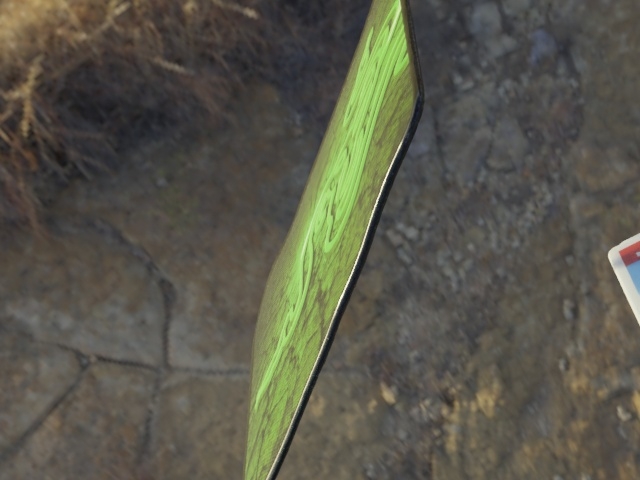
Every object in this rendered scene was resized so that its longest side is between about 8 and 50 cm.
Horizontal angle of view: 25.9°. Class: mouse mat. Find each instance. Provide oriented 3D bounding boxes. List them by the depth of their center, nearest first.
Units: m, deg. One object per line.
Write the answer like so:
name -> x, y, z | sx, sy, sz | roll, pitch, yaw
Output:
mouse mat -> 0.000, 0.000, 0.518 | 0.007, 0.189, 0.152 | 17, 28, -10

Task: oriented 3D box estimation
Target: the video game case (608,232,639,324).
video game case -> 0.277, 0.039, 0.725 | 0.204, 0.025, 0.285 | -29, 29, 12
